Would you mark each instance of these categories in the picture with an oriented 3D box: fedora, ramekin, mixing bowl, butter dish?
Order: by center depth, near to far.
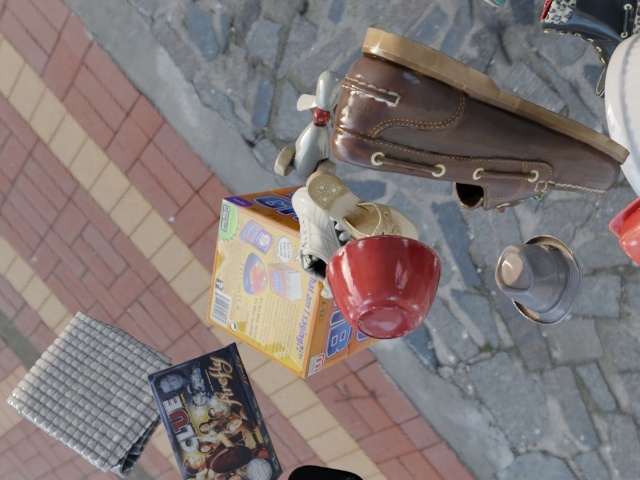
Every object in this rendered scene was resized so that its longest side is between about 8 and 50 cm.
[{"bbox_3d":[0.514,-0.169,0.913,0.127,0.273,0.272,-14,108,54],"label":"ramekin"},{"bbox_3d":[0.098,0.086,1.030,0.182,0.098,0.181,1,140,1],"label":"mixing bowl"},{"bbox_3d":[0.599,0.005,1.190,0.160,0.118,0.160,43,142,7],"label":"butter dish"},{"bbox_3d":[0.588,0.100,1.910,0.124,0.275,0.243,12,117,-22],"label":"fedora"}]

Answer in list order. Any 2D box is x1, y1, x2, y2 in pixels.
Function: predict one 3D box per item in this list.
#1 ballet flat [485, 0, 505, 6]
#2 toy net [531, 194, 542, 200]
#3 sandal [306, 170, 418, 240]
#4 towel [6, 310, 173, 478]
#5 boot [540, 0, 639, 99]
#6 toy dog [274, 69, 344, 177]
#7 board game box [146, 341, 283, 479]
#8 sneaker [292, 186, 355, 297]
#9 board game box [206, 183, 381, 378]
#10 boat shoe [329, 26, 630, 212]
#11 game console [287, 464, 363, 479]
[{"bbox_3d":[0.345,-0.616,1.520,0.086,0.086,0.248,-5,155,32],"label":"ballet flat"},{"bbox_3d":[0.524,-0.206,1.783,0.045,0.122,0.232,-8,143,37],"label":"toy net"},{"bbox_3d":[0.078,-0.033,1.197,0.240,0.079,0.088,32,108,-19],"label":"sandal"},{"bbox_3d":[-0.421,0.297,1.316,0.284,0.235,0.121,24,149,20],"label":"towel"},{"bbox_3d":[0.451,-0.342,1.130,0.179,0.085,0.236,10,147,5],"label":"boot"},{"bbox_3d":[0.008,-0.297,1.847,0.220,0.161,0.333,41,121,-4],"label":"toy dog"},{"bbox_3d":[-0.185,0.321,1.186,0.165,0.042,0.243,-22,86,10],"label":"board game box"},{"bbox_3d":[0.000,0.000,1.413,0.292,0.118,0.110,57,157,35],"label":"sneaker"},{"bbox_3d":[-0.034,0.086,1.804,0.356,0.356,0.356,24,114,33],"label":"board game box"},{"bbox_3d":[0.095,-0.053,0.394,0.073,0.207,0.073,35,109,58],"label":"boat shoe"},{"bbox_3d":[-0.027,0.420,0.753,0.213,0.361,0.044,16,135,-5],"label":"game console"}]
